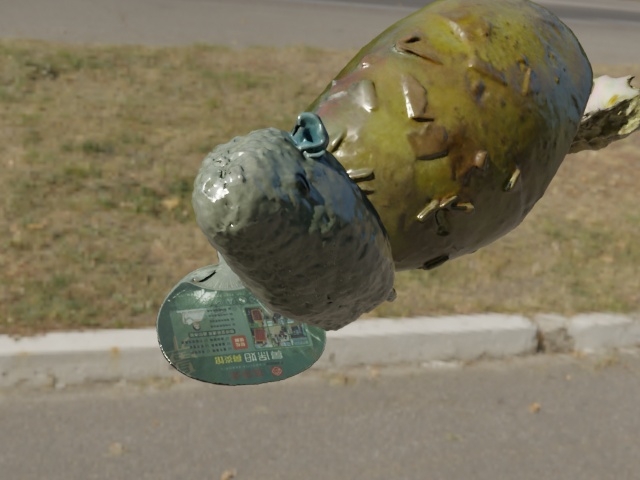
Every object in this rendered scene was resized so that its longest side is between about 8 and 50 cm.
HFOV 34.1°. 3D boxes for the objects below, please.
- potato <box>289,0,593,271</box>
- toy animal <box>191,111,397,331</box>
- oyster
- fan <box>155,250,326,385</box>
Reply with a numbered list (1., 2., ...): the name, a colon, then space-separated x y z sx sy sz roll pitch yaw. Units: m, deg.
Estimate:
1. potato: 0.100 -0.086 0.781 0.298 0.176 0.141 -36 28 -26
2. toy animal: 0.008 0.006 0.516 0.070 0.079 0.253 -12 -15 16
3. oyster: 0.284 -0.127 1.204 0.209 0.072 0.133 -28 16 2
4. fan: -0.091 0.081 1.404 0.223 0.012 0.294 17 48 0
